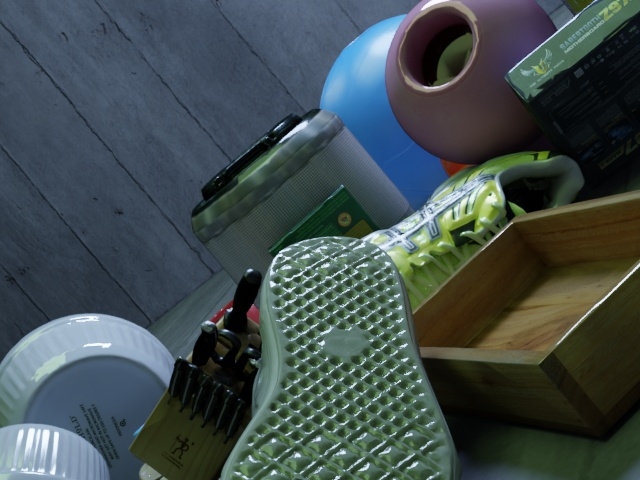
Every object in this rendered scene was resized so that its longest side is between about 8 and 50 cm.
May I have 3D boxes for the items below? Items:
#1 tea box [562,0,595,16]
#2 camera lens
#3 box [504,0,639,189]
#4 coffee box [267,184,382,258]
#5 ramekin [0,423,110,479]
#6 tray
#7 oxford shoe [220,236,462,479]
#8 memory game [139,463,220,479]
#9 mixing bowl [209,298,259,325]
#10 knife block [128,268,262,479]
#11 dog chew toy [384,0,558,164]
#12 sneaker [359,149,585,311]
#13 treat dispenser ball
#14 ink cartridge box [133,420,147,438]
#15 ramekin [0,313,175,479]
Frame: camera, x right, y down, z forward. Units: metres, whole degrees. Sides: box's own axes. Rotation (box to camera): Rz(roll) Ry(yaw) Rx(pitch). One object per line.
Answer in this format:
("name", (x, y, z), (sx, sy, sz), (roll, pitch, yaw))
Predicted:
("tea box", (0.403, -0.386, 1.771), (0.220, 0.329, 0.323), (-40, 5, 2))
("camera lens", (0.000, 0.000, 1.686), (0.219, 0.274, 0.219), (-39, 6, 5))
("box", (0.331, -0.184, 1.512), (0.233, 0.183, 0.059), (-39, 46, 8))
("coffee box", (0.041, 0.045, 1.560), (0.113, 0.184, 0.040), (-42, 5, -5))
("ramekin", (-0.354, 0.317, 1.754), (0.207, 0.207, 0.109), (-36, 35, 29))
("tray", (0.188, 0.054, 1.157), (0.203, 0.076, 0.411), (-42, 6, -13))
("oxford shoe", (0.013, 0.163, 1.062), (0.169, 0.130, 0.449), (1, 32, 0))
("memory game", (-0.125, 0.227, 1.637), (0.186, 0.012, 0.186), (-16, 36, 12))
("mixing bowl", (-0.109, 0.137, 2.165), (0.181, 0.098, 0.181), (-39, 6, 5))
("knife block", (-0.079, 0.130, 1.440), (0.242, 0.088, 0.276), (-55, -7, 9))
("dog chew toy", (0.221, -0.170, 1.673), (0.206, 0.206, 0.332), (-37, -31, 22))
("sneaker", (0.130, 0.014, 1.446), (0.147, 0.145, 0.384), (-33, 11, 50))
("treat dispenser ball", (0.142, -0.174, 2.010), (0.288, 0.288, 0.288), (-39, 6, 5))
("ink cartridge box", (-0.153, 0.238, 1.763), (0.092, 0.090, 0.143), (-43, 8, -22))
("ramekin", (-0.304, 0.240, 1.921), (0.273, 0.273, 0.127), (-41, 19, -8))
